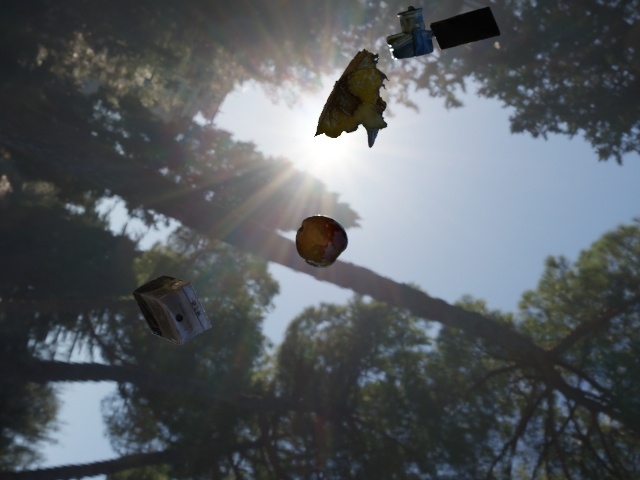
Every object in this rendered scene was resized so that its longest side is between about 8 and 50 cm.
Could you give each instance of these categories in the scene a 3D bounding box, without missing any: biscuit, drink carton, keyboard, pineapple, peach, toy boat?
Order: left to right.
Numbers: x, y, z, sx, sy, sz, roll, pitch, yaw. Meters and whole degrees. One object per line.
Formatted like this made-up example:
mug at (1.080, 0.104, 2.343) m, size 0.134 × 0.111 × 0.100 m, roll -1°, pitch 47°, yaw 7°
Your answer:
drink carton at (-0.381, 0.174, 1.958) m, size 0.222 × 0.101 × 0.134 m, roll 5°, pitch -61°, yaw 60°
peach at (0.000, 0.000, 2.620) m, size 0.184 × 0.184 × 0.184 m, roll -41°, pitch -143°, yaw 42°
pineapple at (0.104, -0.359, 1.920) m, size 0.140 × 0.164 × 0.250 m, roll -91°, pitch -157°, yaw -57°
biscuit at (0.177, -0.422, 2.704) m, size 0.247 × 0.029 × 0.118 m, roll 75°, pitch 32°, yaw -60°
toy boat at (0.184, -0.439, 1.624) m, size 0.215 × 0.088 × 0.102 m, roll -102°, pitch 177°, yaw -74°
keyboard at (0.341, -0.502, 1.824) m, size 0.015 × 0.074 × 0.196 m, roll -45°, pitch -156°, yaw -25°
